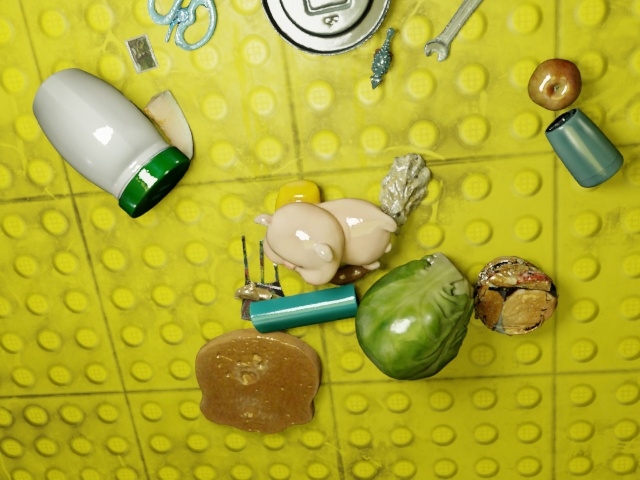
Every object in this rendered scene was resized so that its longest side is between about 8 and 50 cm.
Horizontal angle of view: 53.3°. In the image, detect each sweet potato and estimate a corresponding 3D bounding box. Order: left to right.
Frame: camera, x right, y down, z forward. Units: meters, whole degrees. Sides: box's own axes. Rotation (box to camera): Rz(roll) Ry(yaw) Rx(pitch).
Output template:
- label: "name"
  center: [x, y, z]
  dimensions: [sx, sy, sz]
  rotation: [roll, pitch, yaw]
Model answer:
- label: "sweet potato"
  center: [0.050, 0.100, 1.801]
  dimensions: [0.195, 0.056, 0.056]
  rotation: [-9, 110, 16]

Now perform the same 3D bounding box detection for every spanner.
- label: "spanner"
  center: [0.357, -0.561, 1.524]
  dimensions: [0.071, 0.017, 0.302]
  rotation: [33, 110, -6]

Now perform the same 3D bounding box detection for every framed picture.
- label: "framed picture"
  center: [-0.464, -0.483, 1.653]
  dimensions: [0.066, 0.006, 0.089]
  rotation: [-13, 109, 11]

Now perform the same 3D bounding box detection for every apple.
- label: "apple"
  center: [0.565, -0.373, 1.526]
  dimensions: [0.126, 0.102, 0.126]
  rotation: [2, 112, 5]

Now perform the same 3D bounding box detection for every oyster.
- label: "oyster"
  center: [0.214, -0.127, 1.681]
  dimensions: [0.133, 0.072, 0.209]
  rotation: [33, 109, -10]

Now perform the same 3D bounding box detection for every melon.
- label: "melon"
  center: [-0.386, -0.299, 1.678]
  dimensions: [0.054, 0.098, 0.182]
  rotation: [-19, 125, 25]

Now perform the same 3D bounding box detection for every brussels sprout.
- label: "brussels sprout"
  center: [0.255, 0.195, 1.686]
  dimensions: [0.354, 0.281, 0.289]
  rotation: [-47, 136, -8]

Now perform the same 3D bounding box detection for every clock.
- label: "clock"
  center: [0.014, -0.605, 1.520]
  dimensions: [0.319, 0.066, 0.318]
  rotation: [2, 111, 6]

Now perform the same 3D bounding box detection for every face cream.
- label: "face cream"
  center: [-0.526, -0.247, 1.594]
  dimensions: [0.357, 0.312, 0.219]
  rotation: [44, 81, -2]

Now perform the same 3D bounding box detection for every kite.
- label: "kite"
  center: [-0.171, 0.118, 1.850]
  dimensions: [0.152, 0.015, 0.285]
  rotation: [-2, 111, 7]

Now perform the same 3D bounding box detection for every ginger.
- label: "ginger"
  center: [-0.179, 0.159, 1.840]
  dimensions: [0.137, 0.044, 0.057]
  rotation: [15, 134, 4]

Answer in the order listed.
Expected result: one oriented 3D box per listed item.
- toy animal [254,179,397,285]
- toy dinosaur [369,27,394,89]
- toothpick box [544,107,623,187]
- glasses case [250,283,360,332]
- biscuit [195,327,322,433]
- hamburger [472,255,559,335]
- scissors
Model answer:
- label: "toy animal"
  center: [-0.001, 0.020, 1.653]
  dimensions: [0.345, 0.247, 0.277]
  rotation: [19, 116, 9]
- label: "toy dinosaur"
  center: [0.152, -0.447, 1.572]
  dimensions: [0.049, 0.055, 0.154]
  rotation: [17, 115, 4]
- label: "toothpick box"
  center: [0.641, -0.230, 1.567]
  dimensions: [0.120, 0.120, 0.184]
  rotation: [-39, 99, 19]
- label: "glasses case"
  center: [-0.039, 0.203, 1.809]
  dimensions: [0.301, 0.070, 0.117]
  rotation: [-13, 144, 8]
- label: "biscuit"
  center: [-0.188, 0.428, 1.947]
  dimensions: [0.385, 0.062, 0.364]
  rotation: [3, 113, 5]
- label: "hamburger"
  center: [0.527, 0.154, 1.737]
  dimensions: [0.231, 0.107, 0.230]
  rotation: [1, 114, 2]
- label: "scissors"
  center: [-0.284, -0.650, 1.554]
  dimensions: [0.180, 0.032, 0.393]
  rotation: [34, 111, -8]
